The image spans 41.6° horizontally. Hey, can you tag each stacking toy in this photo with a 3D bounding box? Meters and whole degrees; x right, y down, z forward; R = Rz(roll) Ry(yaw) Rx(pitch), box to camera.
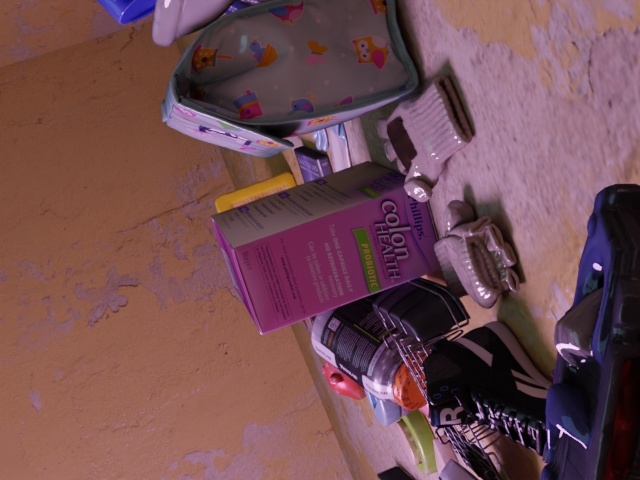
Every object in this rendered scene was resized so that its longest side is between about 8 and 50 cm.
[{"bbox_3d":[0.110,0.292,1.426,0.309,0.131,0.279,153,97,-81],"label":"stacking toy"}]

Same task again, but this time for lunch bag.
[{"bbox_3d":[-0.050,-0.181,0.950,0.223,0.262,0.160,-167,58,-78],"label":"lunch bag"}]

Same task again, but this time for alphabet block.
[{"bbox_3d":[-0.127,-0.023,1.951,0.197,0.193,0.193,116,131,-79],"label":"alphabet block"}]

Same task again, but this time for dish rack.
[{"bbox_3d":[0.163,0.179,1.043,0.271,0.074,0.208,61,173,-8],"label":"dish rack"}]

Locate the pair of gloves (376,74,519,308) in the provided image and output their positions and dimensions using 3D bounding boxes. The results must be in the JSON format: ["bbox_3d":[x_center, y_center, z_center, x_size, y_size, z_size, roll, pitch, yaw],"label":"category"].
[{"bbox_3d":[0.130,-0.040,0.894,0.204,0.042,0.240,172,77,-80],"label":"pair of gloves"}]

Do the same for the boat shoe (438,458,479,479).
[{"bbox_3d":[0.180,0.369,1.089,0.113,0.105,0.306,41,168,22],"label":"boat shoe"}]

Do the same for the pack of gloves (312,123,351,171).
[{"bbox_3d":[-0.011,-0.207,1.342,0.195,0.046,0.232,-119,13,-47],"label":"pack of gloves"}]

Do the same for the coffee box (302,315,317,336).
[{"bbox_3d":[0.018,0.144,1.737,0.246,0.098,0.141,-130,22,-65],"label":"coffee box"}]

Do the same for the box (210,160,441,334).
[{"bbox_3d":[0.000,0.000,1.095,0.213,0.243,0.117,-141,32,-71],"label":"box"}]

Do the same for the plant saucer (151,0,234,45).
[{"bbox_3d":[-0.069,-0.376,0.837,0.400,0.101,0.400,-164,90,-78],"label":"plant saucer"}]

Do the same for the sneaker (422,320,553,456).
[{"bbox_3d":[0.175,0.176,0.839,0.217,0.121,0.079,-124,15,-55],"label":"sneaker"}]

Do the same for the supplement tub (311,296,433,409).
[{"bbox_3d":[0.085,0.161,1.230,0.190,0.117,0.117,32,145,44],"label":"supplement tub"}]

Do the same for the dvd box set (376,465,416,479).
[{"bbox_3d":[0.242,0.701,1.739,0.307,0.062,0.420,166,84,-81],"label":"dvd box set"}]

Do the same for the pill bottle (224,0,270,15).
[{"bbox_3d":[-0.095,-0.386,1.196,0.219,0.123,0.122,-156,47,-75],"label":"pill bottle"}]

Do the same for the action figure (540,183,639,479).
[{"bbox_3d":[0.215,0.157,0.441,0.330,0.179,0.341,-123,40,-72],"label":"action figure"}]

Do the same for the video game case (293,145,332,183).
[{"bbox_3d":[0.019,-0.037,1.586,0.196,0.026,0.274,-140,32,-72],"label":"video game case"}]

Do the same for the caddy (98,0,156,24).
[{"bbox_3d":[-0.290,-0.533,1.435,0.179,0.341,0.241,53,170,-1],"label":"caddy"}]

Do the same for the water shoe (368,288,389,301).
[{"bbox_3d":[0.084,0.044,1.317,0.080,0.073,0.203,-78,-19,-45],"label":"water shoe"}]
